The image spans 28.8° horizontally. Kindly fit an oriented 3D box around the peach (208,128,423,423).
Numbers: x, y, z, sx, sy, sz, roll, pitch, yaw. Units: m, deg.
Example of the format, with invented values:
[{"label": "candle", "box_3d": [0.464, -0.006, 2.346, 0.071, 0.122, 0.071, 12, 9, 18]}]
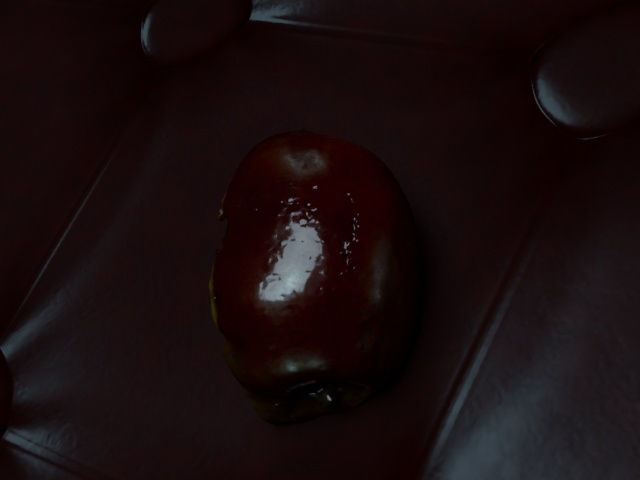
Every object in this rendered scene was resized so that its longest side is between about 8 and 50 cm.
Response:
[{"label": "peach", "box_3d": [0.006, 0.002, 1.035, 0.154, 0.159, 0.267, -4, 55, 21]}]
